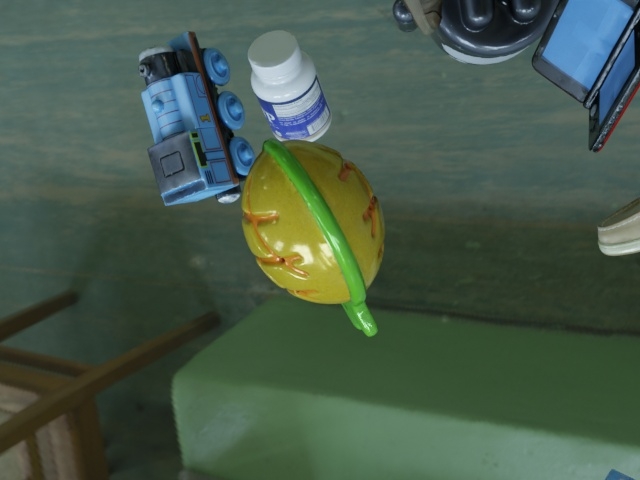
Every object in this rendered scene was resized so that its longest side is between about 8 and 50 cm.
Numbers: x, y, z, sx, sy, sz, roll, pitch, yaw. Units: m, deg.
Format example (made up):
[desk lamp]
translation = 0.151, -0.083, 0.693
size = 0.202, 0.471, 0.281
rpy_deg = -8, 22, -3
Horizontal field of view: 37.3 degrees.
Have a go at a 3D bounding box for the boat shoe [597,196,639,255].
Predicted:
[boat shoe]
translation = 0.450, -0.086, 1.109
size = 0.302, 0.109, 0.098
rpy_deg = -32, 98, 21

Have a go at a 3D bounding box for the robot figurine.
[robot figurine]
translation = 0.222, -0.319, 1.253
size = 0.209, 0.278, 0.173
rpy_deg = 30, 97, 0

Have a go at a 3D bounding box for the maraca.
[maraca]
translation = 0.000, 0.000, 0.708
size = 0.127, 0.099, 0.185
rpy_deg = 57, 173, 40

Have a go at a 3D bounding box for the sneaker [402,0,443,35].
[sneaker]
translation = 0.112, -0.271, 0.976
size = 0.071, 0.188, 0.066
rpy_deg = -30, 74, 11

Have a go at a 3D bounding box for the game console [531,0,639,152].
[game console]
translation = 0.274, -0.185, 0.964
size = 0.085, 0.124, 0.144
rpy_deg = 17, 138, -1

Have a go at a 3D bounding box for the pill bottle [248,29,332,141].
[pill bottle]
translation = -0.054, -0.257, 1.588
size = 0.112, 0.112, 0.186
rpy_deg = 16, 153, 26

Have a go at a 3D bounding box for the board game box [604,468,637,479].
[board game box]
translation = 0.283, 0.259, 0.663
size = 0.160, 0.039, 0.211
rpy_deg = 21, 149, 41

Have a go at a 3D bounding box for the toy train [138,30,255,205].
[toy train]
translation = -0.132, -0.125, 0.979
size = 0.080, 0.105, 0.184
rpy_deg = -17, 89, 32
